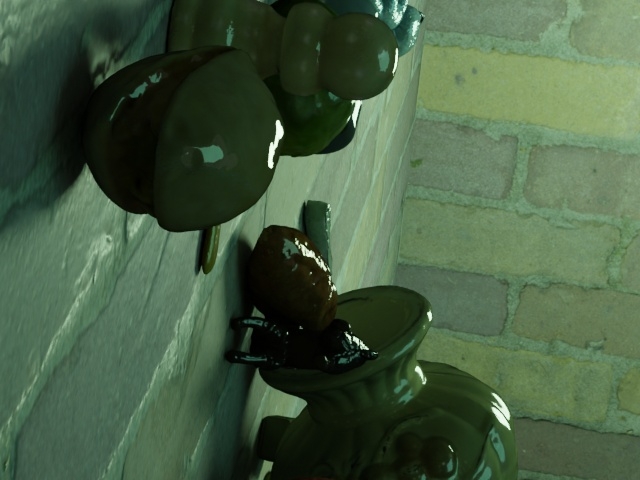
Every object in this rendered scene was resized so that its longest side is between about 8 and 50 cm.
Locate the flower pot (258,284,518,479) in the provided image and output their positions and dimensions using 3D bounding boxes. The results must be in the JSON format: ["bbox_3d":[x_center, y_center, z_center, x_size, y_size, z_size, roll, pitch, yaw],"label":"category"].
[{"bbox_3d":[0.063,0.208,2.088,0.307,0.307,0.244,-68,138,-64],"label":"flower pot"}]

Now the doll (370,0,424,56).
[{"bbox_3d":[0.087,-0.332,2.586,0.120,0.075,0.179,-42,142,-7],"label":"doll"}]

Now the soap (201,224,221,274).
[{"bbox_3d":[-0.096,-0.013,1.609,0.034,0.012,0.089,-39,138,-80],"label":"soap"}]

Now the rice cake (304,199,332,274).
[{"bbox_3d":[-0.001,0.000,2.365,0.207,0.033,0.033,84,18,-67],"label":"rice cake"}]

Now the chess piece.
[{"bbox_3d":[-0.025,-0.150,1.359,0.094,0.171,0.094,7,90,-84],"label":"chess piece"}]

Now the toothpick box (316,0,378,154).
[{"bbox_3d":[0.000,-0.177,1.833,0.101,0.101,0.153,90,12,-55],"label":"toothpick box"}]

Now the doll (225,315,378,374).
[{"bbox_3d":[-0.011,0.115,1.886,0.165,0.139,0.057,34,59,-72],"label":"doll"}]

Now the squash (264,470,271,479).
[{"bbox_3d":[-0.026,0.333,2.298,0.085,0.184,0.192,52,26,-22],"label":"squash"}]

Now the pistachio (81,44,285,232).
[{"bbox_3d":[-0.087,-0.068,1.136,0.185,0.124,0.124,-14,112,-79],"label":"pistachio"}]

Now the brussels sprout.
[{"bbox_3d":[-0.020,-0.148,1.640,0.155,0.118,0.155,0,90,-79],"label":"brussels sprout"}]

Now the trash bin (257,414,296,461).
[{"bbox_3d":[-0.052,0.250,2.240,0.092,0.043,0.061,43,56,-78],"label":"trash bin"}]

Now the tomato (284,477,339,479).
[{"bbox_3d":[0.004,0.386,1.877,0.227,0.270,0.270,16,82,-46],"label":"tomato"}]

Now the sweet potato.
[{"bbox_3d":[-0.033,0.044,1.908,0.251,0.097,0.097,68,31,-70],"label":"sweet potato"}]
